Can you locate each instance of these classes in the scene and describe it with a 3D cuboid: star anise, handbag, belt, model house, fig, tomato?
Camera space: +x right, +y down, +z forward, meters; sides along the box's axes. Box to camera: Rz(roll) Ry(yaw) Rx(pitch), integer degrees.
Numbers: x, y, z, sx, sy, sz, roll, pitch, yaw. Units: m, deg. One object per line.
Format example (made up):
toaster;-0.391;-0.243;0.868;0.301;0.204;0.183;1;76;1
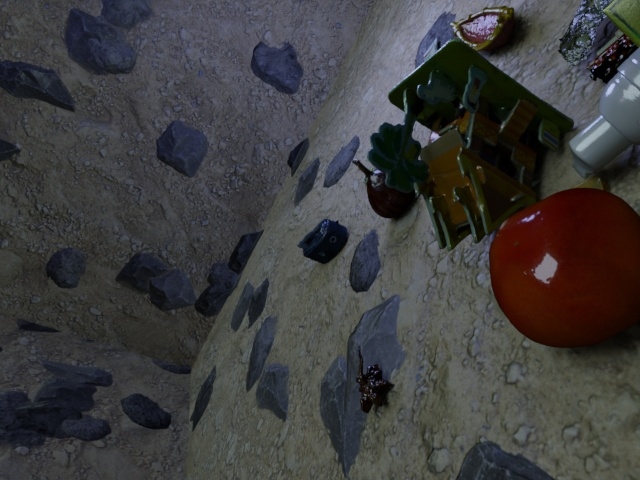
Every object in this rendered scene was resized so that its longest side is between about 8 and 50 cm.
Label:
star anise;0.122;0.347;1.158;0.097;0.070;0.190;-60;19;23
handbag;0.471;-0.073;0.811;0.083;0.027;0.061;-36;34;51
belt;0.001;0.000;1.752;0.218;0.128;0.122;-43;30;49
model house;0.281;-0.157;0.897;0.242;0.358;0.312;-25;43;58
fig;0.209;-0.164;1.379;0.149;0.202;0.148;-23;49;11
tomato;0.374;0.040;0.710;0.260;0.180;0.260;-55;15;22

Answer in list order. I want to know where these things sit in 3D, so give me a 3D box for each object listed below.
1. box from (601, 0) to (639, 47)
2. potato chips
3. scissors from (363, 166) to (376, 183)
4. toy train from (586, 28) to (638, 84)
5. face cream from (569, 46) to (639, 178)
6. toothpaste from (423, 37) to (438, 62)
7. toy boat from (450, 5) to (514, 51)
box;0.598;-0.409;0.716;0.220;0.064;0.141;-46;68;40
potato chips;0.564;-0.461;0.893;0.220;0.029;0.202;-53;21;41
scissors;0.220;-0.305;1.706;0.133;0.020;0.187;-4;66;64
toy train;0.601;-0.398;0.821;0.249;0.053;0.085;-51;16;40
face cream;0.528;-0.236;0.680;0.369;0.145;0.145;-51;25;35
toothpaste;0.394;-0.615;1.588;0.058;0.056;0.314;-9;43;18
toy boat;0.476;-0.613;1.308;0.141;0.099;0.318;-56;19;16
